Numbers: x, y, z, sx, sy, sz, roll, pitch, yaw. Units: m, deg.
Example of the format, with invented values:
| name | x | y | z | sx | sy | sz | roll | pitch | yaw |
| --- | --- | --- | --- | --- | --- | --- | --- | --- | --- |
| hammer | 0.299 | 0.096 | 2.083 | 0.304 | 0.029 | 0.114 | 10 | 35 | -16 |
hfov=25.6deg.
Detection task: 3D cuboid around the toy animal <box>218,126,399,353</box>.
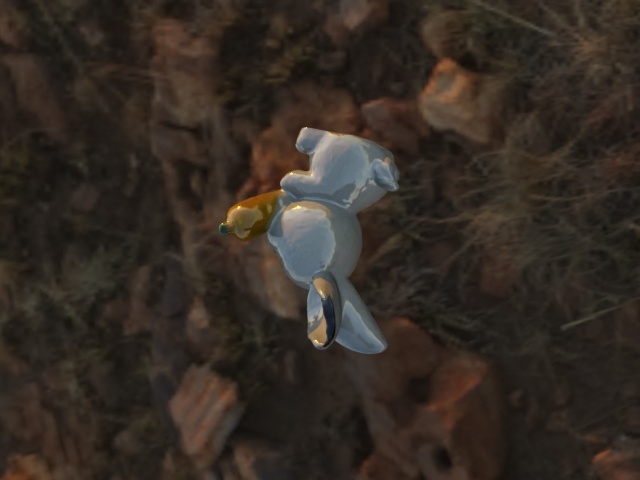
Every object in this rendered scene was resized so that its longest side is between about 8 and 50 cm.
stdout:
| name | x | y | z | sx | sy | sz | roll | pitch | yaw |
| --- | --- | --- | --- | --- | --- | --- | --- | --- | --- |
| toy animal | 0.000 | 0.000 | 1.171 | 0.127 | 0.131 | 0.182 | 5 | 73 | 53 |
